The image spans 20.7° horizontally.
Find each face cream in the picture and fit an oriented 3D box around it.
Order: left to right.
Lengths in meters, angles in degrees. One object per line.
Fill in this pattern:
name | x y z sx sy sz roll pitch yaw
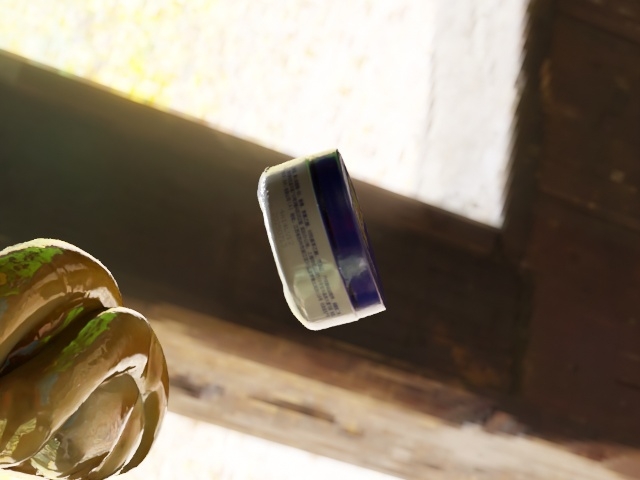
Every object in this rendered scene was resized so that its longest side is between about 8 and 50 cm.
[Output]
face cream | 0.000 0.000 2.087 0.206 0.111 0.206 -15 -90 -86

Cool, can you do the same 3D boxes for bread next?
bread | -0.338 0.180 1.994 0.329 0.245 0.424 -38 -14 -2
